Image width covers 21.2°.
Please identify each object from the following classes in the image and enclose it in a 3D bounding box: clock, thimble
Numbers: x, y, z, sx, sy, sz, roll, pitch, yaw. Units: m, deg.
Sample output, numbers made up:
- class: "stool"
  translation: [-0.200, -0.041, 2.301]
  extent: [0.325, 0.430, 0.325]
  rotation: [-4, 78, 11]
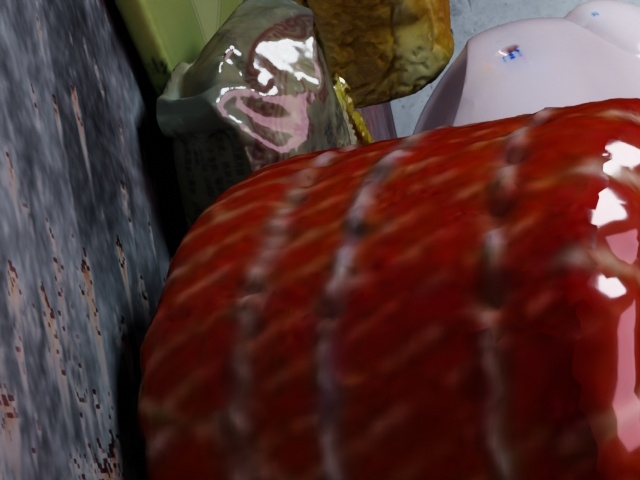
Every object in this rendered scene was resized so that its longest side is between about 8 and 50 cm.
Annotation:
- class: "clock"
  translation: [0.203, -0.016, 1.437]
  extent: [0.377, 0.250, 0.368]
  rotation: [-110, -142, -68]
- class: "thimble"
  translation: [0.093, 0.105, 0.797]
  extent: [0.350, 0.230, 0.350]
  rotation: [31, 54, -56]

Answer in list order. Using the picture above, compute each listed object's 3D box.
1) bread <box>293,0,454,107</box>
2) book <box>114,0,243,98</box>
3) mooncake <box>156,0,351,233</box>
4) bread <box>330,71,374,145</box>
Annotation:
- class: "bread"
  translation: [0.021, -0.257, 1.484]
  extent: [0.132, 0.167, 0.294]
  rotation: [-95, 170, -48]
- class: "book"
  translation: [-0.098, -0.202, 0.934]
  extent: [0.352, 0.035, 0.239]
  rotation: [72, 11, -48]
- class: "mooncake"
  translation: [-0.029, -0.058, 0.920]
  extent: [0.130, 0.073, 0.125]
  rotation: [-62, 149, -47]
- class: "bread"
  translation: [0.000, 0.000, 1.135]
  extent: [0.222, 0.096, 0.181]
  rotation: [64, 15, -59]
